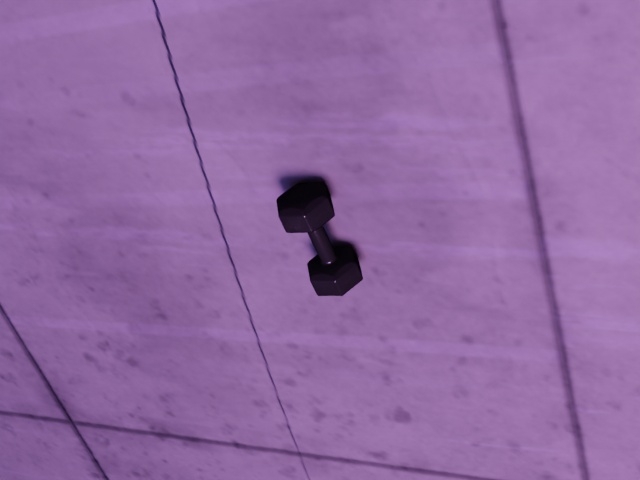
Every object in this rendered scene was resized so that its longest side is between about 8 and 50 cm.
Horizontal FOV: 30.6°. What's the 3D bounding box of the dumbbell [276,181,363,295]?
[{"bbox_3d":[0.000,0.000,0.791,0.036,0.040,0.083,30,152,49],"label":"dumbbell"}]
